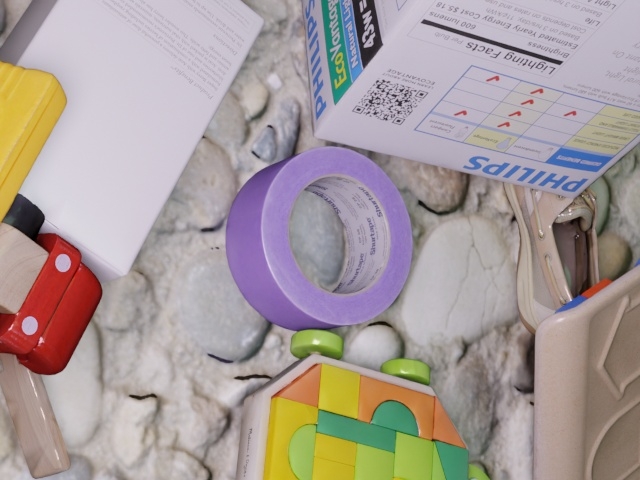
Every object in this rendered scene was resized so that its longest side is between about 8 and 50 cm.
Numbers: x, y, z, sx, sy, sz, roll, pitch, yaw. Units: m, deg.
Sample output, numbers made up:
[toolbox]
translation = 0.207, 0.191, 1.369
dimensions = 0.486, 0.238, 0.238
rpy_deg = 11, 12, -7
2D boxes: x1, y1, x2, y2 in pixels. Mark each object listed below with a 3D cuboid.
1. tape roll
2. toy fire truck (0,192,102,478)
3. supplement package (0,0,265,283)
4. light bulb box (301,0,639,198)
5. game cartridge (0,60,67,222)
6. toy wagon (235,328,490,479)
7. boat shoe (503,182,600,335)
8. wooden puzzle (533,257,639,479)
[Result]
[tape roll]
translation = 0.000, 0.000, 1.342
dimensions = 0.189, 0.080, 0.189
rpy_deg = 6, 79, -31
[toy fire truck]
translation = -0.267, 0.087, 1.089
dimensions = 0.246, 0.217, 0.158
rpy_deg = 42, 61, -36
[supplement package]
translation = -0.216, -0.121, 1.168
dimensions = 0.177, 0.175, 0.293
rpy_deg = 37, 63, -22
[light bulb box]
translation = 0.213, -0.255, 1.312
dimensions = 0.358, 0.361, 0.225
rpy_deg = 11, 56, -25
[game cartridge]
translation = -0.400, -0.048, 0.990
dimensions = 0.053, 0.323, 0.285
rpy_deg = 70, 39, -59
[toy wagon]
translation = 0.070, 0.249, 1.325
dimensions = 0.344, 0.068, 0.267
rpy_deg = 19, 63, -28
[boat shoe]
translation = 0.290, -0.037, 1.521
dimensions = 0.109, 0.098, 0.302
rpy_deg = 5, 79, -32
[wooden puzzle]
translation = 0.369, 0.147, 1.492
dimensions = 0.348, 0.080, 0.322
rpy_deg = -25, 126, -30
